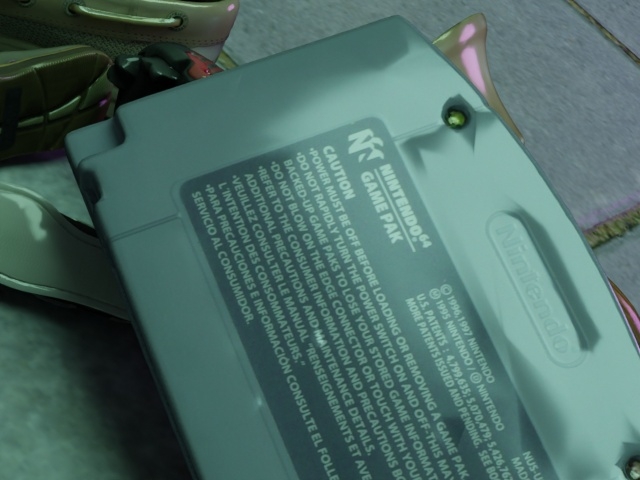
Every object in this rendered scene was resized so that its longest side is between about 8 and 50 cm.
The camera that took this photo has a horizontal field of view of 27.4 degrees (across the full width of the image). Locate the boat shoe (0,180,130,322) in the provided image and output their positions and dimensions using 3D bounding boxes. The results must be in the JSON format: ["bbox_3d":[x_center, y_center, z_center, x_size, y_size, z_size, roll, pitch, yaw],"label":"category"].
[{"bbox_3d":[-0.123,0.008,0.625,0.125,0.038,0.046,19,78,-11],"label":"boat shoe"}]

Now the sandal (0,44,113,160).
[{"bbox_3d":[-0.179,-0.071,0.654,0.049,0.072,0.180,32,29,26],"label":"sandal"}]

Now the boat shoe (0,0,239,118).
[{"bbox_3d":[-0.193,-0.162,0.720,0.302,0.098,0.109,22,36,-17],"label":"boat shoe"}]

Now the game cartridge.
[{"bbox_3d":[0.030,0.050,0.561,0.196,0.060,0.294,-21,70,-9],"label":"game cartridge"}]

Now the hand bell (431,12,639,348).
[{"bbox_3d":[0.127,-0.008,0.820,0.242,0.126,0.126,52,36,3],"label":"hand bell"}]

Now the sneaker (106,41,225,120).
[{"bbox_3d":[0.000,0.000,0.683,0.276,0.098,0.135,47,37,16],"label":"sneaker"}]
